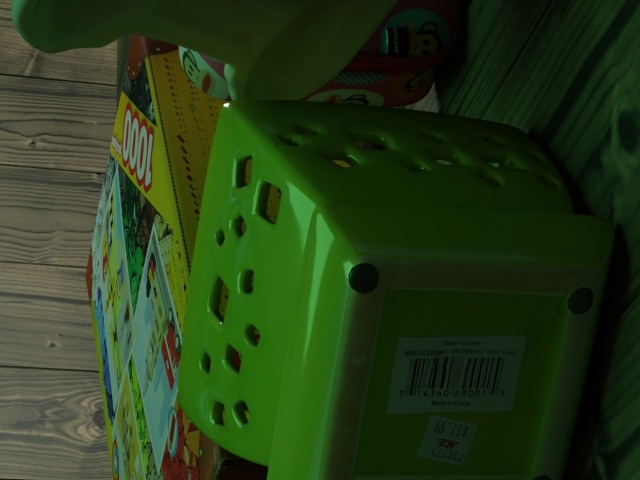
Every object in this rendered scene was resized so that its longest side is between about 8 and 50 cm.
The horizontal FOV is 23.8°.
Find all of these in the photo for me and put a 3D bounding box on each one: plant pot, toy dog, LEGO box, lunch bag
[{"bbox_3d":[0.050,0.049,0.963,0.207,0.228,0.227,-132,49,-63],"label":"plant pot"},{"bbox_3d":[-0.098,-0.357,1.028,0.395,0.284,0.408,-45,59,35],"label":"toy dog"},{"bbox_3d":[-0.077,0.099,1.398,0.372,0.193,0.500,109,154,-44],"label":"LEGO box"},{"bbox_3d":[-0.024,-0.256,1.251,0.120,0.258,0.293,116,153,-68],"label":"lunch bag"}]
